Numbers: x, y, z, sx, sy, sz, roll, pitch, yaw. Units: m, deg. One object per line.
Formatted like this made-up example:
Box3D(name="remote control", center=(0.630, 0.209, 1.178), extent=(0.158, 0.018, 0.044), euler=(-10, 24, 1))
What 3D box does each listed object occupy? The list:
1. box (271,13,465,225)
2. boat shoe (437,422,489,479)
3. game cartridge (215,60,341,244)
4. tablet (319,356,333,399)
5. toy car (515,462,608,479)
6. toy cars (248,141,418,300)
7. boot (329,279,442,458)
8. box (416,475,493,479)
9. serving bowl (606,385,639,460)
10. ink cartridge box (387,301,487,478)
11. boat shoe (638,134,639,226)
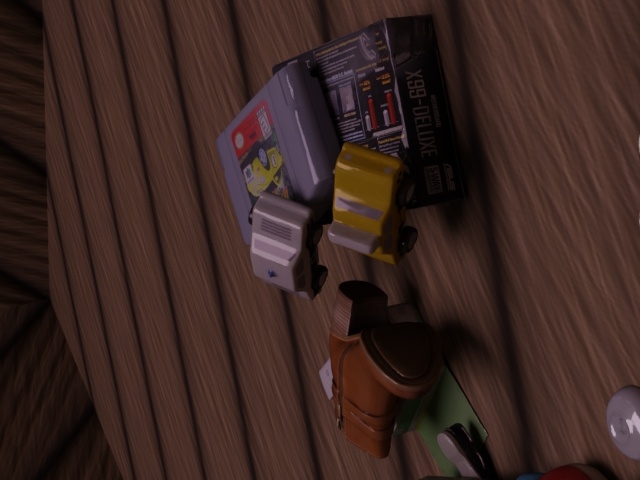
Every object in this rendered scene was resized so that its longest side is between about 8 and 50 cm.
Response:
Box3D(name="box", center=(0.055, -0.151, 1.719), extent=(0.307, 0.076, 0.242), euler=(-11, 90, 59))
Box3D(name="boat shoe", center=(0.205, 0.304, 1.709), extent=(0.125, 0.038, 0.046), euler=(55, 150, 8))
Box3D(name="game cartridge", center=(-0.060, -0.105, 1.804), extent=(0.294, 0.060, 0.196), euler=(-38, 71, 60))
Box3D(name="tablet", center=(0.017, 0.232, 2.157), extent=(0.083, 0.006, 0.054), euler=(122, 131, -59))
Box3D(name="toy car", center=(0.233, 0.377, 1.425), extent=(0.219, 0.238, 0.210), euler=(167, 90, -68))
Box3D(name="toy cars", center=(0.000, 0.000, 1.657), extent=(0.176, 0.087, 0.393), euler=(43, 147, -14))
Box3D(name="boot", center=(0.077, 0.205, 1.726), extent=(0.283, 0.109, 0.220), euler=(-138, 46, -57))
Box3D(name="box", center=(0.179, 0.428, 1.659), extent=(0.243, 0.117, 0.214), euler=(-21, 86, 67))
Box3D(name="serving bowl", center=(0.333, 0.200, 1.370), extent=(0.083, 0.027, 0.083), euler=(168, 90, -67))
Box3D(name="ink cartridge box", center=(0.140, 0.229, 1.809), extent=(0.171, 0.056, 0.235), euler=(106, 146, -48))
Box3D(name="boat shoe", center=(0.331, -0.051, 1.229), extent=(0.043, 0.049, 0.137), euler=(-41, -57, -67))
